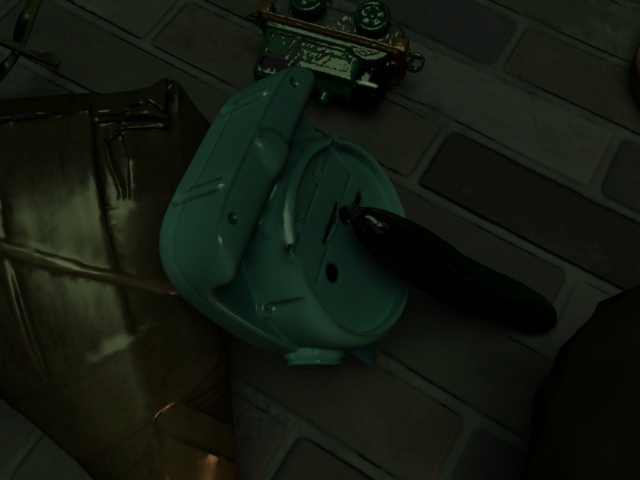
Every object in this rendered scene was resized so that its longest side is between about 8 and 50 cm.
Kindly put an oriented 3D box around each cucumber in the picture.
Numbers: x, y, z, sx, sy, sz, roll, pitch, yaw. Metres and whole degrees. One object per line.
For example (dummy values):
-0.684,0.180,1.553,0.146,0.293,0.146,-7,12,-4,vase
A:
0.134,0.037,0.567,0.284,0.056,0.056,26,65,-30,cucumber

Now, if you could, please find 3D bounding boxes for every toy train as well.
0.008,-0.223,0.725,0.228,0.091,0.136,20,80,6,toy train

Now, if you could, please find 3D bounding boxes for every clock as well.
0.000,0.000,0.547,0.094,0.274,0.223,-14,47,39,clock

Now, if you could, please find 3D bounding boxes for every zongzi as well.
-0.326,0.099,0.528,0.501,0.218,0.466,-4,72,1,zongzi

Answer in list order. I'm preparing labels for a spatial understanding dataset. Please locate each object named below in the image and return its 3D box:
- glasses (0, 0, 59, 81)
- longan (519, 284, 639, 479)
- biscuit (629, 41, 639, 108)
-0.393,-0.209,0.666,0.102,0.239,0.206,41,53,-10,glasses
0.353,0.201,0.373,0.404,0.436,0.403,4,84,-36,longan
0.593,-0.194,0.726,0.386,0.062,0.364,-25,71,-10,biscuit
